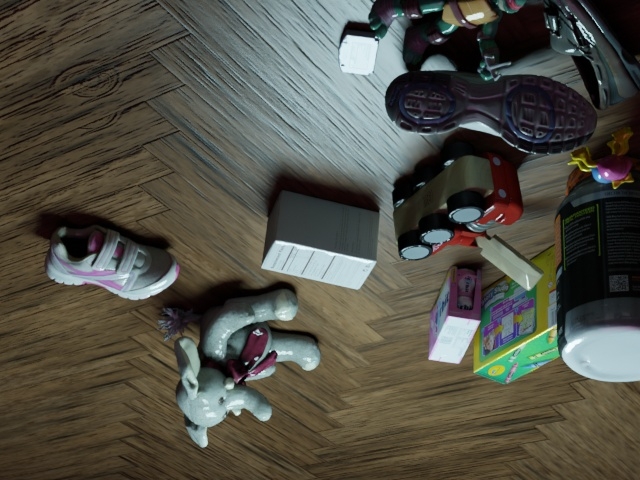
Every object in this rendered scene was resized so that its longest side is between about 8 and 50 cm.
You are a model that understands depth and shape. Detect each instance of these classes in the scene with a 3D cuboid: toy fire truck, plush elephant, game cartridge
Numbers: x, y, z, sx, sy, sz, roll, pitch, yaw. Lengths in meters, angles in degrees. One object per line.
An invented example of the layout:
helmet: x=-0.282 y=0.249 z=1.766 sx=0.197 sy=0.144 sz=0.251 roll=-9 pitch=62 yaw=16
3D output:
toy fire truck: x=0.268 y=-0.027 z=1.938 sx=0.246 sy=0.158 sz=0.217 roll=10 pitch=149 yaw=-29
plush elephant: x=-0.180 y=0.257 z=2.343 sx=0.330 sy=0.255 sz=0.272 roll=2 pitch=148 yaw=7
game cartridge: x=0.053 y=-0.268 z=1.697 sx=0.056 sy=0.017 sz=0.083 roll=4 pitch=148 yaw=-3

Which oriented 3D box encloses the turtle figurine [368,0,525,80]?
turtle figurine: x=0.186 y=-0.291 z=1.545 sx=0.234 sy=0.118 sz=0.175 roll=-4 pitch=134 yaw=44

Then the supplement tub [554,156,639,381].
supplement tub: x=0.458 y=0.040 z=1.833 sx=0.193 sy=0.316 sz=0.193 roll=4 pitch=149 yaw=3

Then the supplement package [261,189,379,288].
supplement package: x=0.000 y=0.000 z=2.046 sx=0.179 sy=0.105 sz=0.105 roll=13 pitch=147 yaw=-10

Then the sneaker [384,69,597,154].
sneaker: x=0.242 y=-0.197 z=1.684 sx=0.297 sy=0.129 sz=0.111 roll=11 pitch=108 yaw=3

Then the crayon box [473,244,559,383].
crayon box: x=0.385 y=0.128 z=2.127 sx=0.081 sy=0.165 sz=0.278 roll=21 pitch=145 yaw=-23

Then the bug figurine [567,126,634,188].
bug figurine: x=0.478 y=-0.137 z=1.684 sx=0.279 sy=0.072 sz=0.216 roll=-26 pitch=173 yaw=28

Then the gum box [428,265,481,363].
gum box: x=0.251 y=0.138 z=2.219 sx=0.062 sy=0.107 sz=0.188 roll=8 pitch=148 yaw=-3

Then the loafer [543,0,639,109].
loafer: x=0.348 y=-0.257 z=1.571 sx=0.084 sy=0.096 sz=0.267 roll=-39 pitch=134 yaw=16

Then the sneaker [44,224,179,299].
sneaker: x=-0.384 y=0.034 z=2.170 sx=0.252 sy=0.103 sz=0.111 roll=6 pitch=150 yaw=0
